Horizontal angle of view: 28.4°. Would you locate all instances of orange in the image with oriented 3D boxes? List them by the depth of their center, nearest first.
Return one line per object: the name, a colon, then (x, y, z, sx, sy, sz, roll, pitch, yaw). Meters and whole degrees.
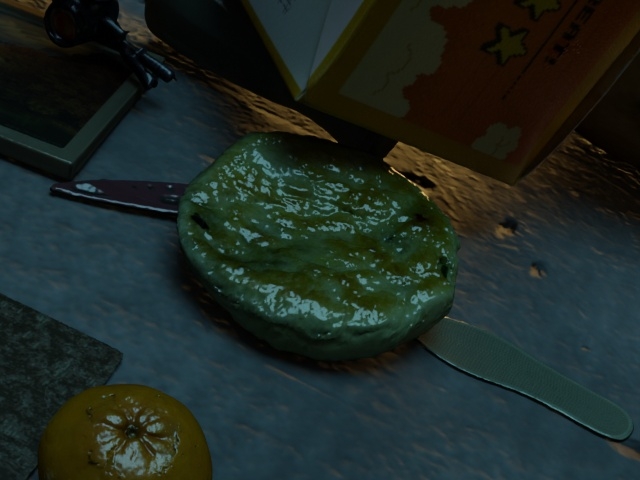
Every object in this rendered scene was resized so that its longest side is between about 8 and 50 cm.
orange: (-0.089, 0.104, 0.586, 0.083, 0.070, 0.083, 13, 39, -10)

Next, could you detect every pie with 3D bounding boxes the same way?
pie: (0.000, 0.000, 0.789, 0.187, 0.041, 0.186, 10, 43, -9)

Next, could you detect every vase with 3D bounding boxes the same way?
vase: (-0.029, -0.136, 0.955, 0.214, 0.086, 0.086, 38, 37, 17)

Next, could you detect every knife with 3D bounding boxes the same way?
knife: (-0.053, -0.023, 0.833, 0.247, 0.018, 0.035, 8, 38, -16)

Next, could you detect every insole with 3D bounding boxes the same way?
insole: (0.125, 0.083, 0.790, 0.153, 0.002, 0.053, 28, 34, 12)

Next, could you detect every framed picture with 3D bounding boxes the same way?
framed picture: (-0.252, -0.131, 0.882, 0.250, 0.016, 0.184, 22, 33, 3)

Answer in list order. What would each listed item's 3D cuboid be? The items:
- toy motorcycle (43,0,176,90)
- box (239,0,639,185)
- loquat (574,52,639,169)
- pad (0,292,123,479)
toy motorcycle: (-0.181, -0.270, 0.929, 0.125, 0.212, 0.358, -6, 37, -29)
box: (0.088, -0.234, 0.879, 0.214, 0.259, 0.283, 20, 28, -36)
loquat: (0.314, -0.202, 1.018, 0.329, 0.328, 0.328, 14, 34, -10)
pad: (-0.236, 0.051, 0.643, 0.235, 0.003, 0.158, 25, 33, 6)
